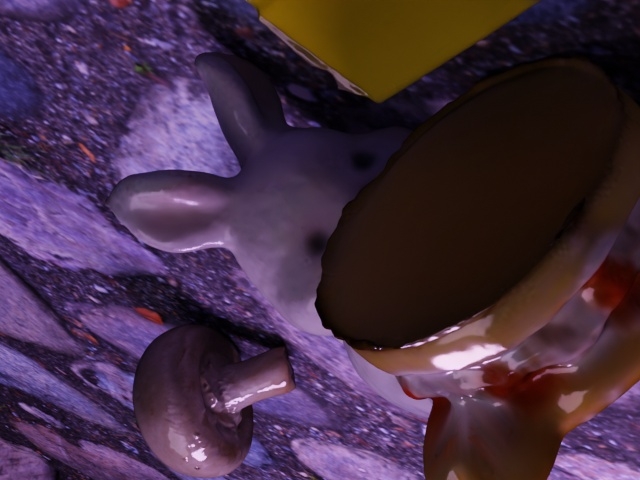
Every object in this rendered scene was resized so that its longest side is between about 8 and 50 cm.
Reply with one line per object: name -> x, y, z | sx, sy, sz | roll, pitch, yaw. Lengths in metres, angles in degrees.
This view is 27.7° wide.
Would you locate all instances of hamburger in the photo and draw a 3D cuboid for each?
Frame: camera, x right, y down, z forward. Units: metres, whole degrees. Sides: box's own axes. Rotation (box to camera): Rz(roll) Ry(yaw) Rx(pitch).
hamburger -> 0.145, 0.035, 0.930 | 0.261, 0.302, 0.186 | -16, 127, 46

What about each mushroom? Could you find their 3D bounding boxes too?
mushroom -> -0.131, 0.201, 1.704 | 0.215, 0.207, 0.207 | -20, 136, 15

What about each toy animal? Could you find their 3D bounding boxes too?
toy animal -> 0.008, 0.001, 1.144 | 0.367, 0.196, 0.241 | 39, 156, -26

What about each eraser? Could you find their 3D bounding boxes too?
eraser -> 0.043, -0.189, 0.887 | 0.158, 0.069, 0.226 | 33, 155, -16
